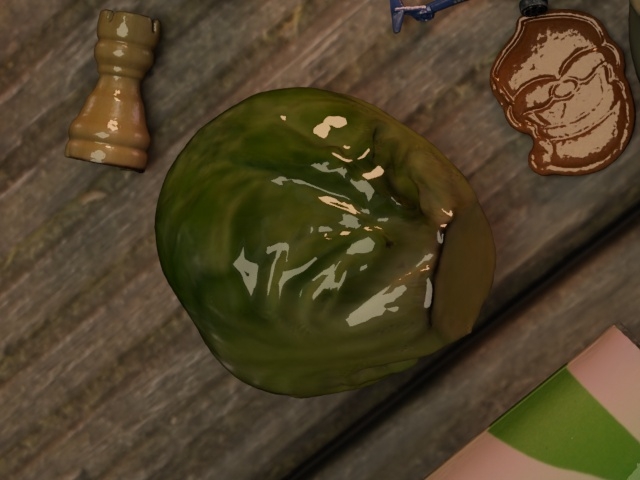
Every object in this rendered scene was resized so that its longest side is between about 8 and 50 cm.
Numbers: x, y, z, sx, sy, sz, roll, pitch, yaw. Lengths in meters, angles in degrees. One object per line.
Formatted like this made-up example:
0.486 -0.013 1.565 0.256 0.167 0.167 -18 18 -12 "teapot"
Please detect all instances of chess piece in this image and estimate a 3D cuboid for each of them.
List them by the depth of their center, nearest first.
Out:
-0.159 -0.118 1.384 0.066 0.066 0.122 12 89 13 "chess piece"

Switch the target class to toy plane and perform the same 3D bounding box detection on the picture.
0.129 -0.194 1.306 0.167 0.062 0.054 -18 67 29 "toy plane"

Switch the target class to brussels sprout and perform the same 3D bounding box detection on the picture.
0.000 0.000 1.281 0.244 0.244 0.244 1 93 14 "brussels sprout"

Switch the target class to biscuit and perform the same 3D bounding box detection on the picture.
0.183 -0.112 1.320 0.102 0.019 0.130 -20 87 13 "biscuit"

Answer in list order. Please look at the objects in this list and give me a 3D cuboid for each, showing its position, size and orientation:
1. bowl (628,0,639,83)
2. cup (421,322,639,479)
0.294 -0.174 1.143 0.146 0.289 0.289 17 98 -27 "bowl"
0.179 0.216 1.232 0.253 0.253 0.274 44 95 8 "cup"
